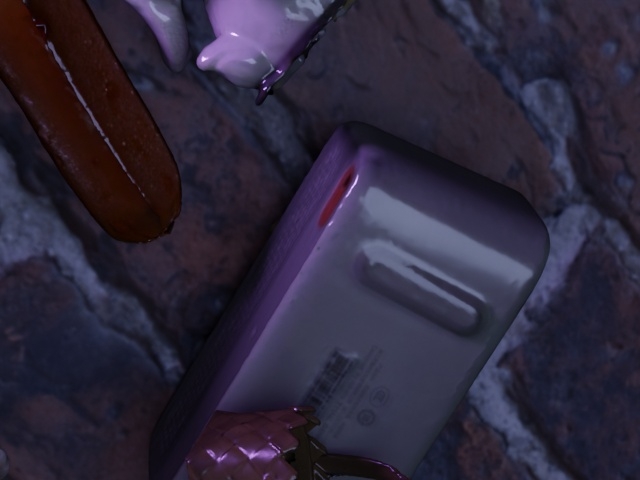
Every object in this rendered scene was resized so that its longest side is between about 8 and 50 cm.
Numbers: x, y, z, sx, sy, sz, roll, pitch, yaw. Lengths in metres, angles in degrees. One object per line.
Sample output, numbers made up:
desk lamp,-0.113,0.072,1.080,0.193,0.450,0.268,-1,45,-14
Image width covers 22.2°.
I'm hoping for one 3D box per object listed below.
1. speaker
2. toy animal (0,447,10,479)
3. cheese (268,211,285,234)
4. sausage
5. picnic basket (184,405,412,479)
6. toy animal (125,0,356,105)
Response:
speaker,0.013,0.104,1.455,0.184,0.183,0.406,27,105,-16
toy animal,-0.396,0.216,1.342,0.266,0.188,0.308,13,134,-3
cheese,0.001,0.001,1.522,0.060,0.041,0.084,-45,115,4
sausage,-0.219,-0.143,1.392,0.102,0.102,0.330,-32,111,-7
picnic basket,-0.012,0.206,1.327,0.178,0.128,0.138,1,111,15
toy animal,-0.094,-0.239,1.355,0.289,0.249,0.174,29,55,13
